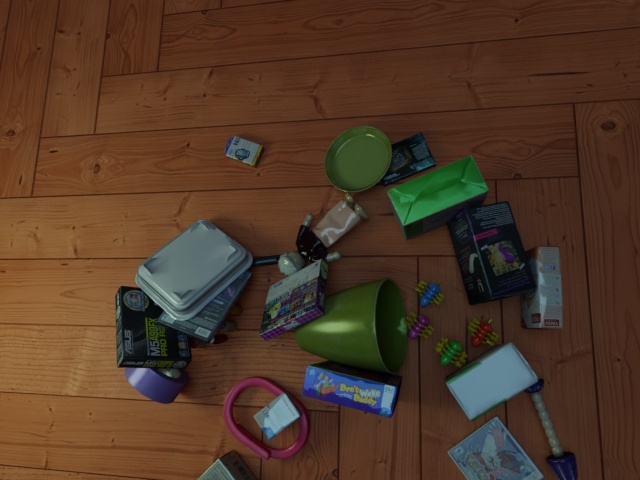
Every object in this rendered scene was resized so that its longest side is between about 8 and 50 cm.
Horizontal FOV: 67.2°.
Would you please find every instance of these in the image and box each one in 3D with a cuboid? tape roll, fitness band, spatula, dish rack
[{"bbox_3d":[-0.532,0.439,1.571,0.189,0.189,0.080,37,89,16],"label":"tape roll"},{"bbox_3d":[-0.173,0.568,1.546,0.291,0.054,0.208,31,84,15],"label":"fitness band"},{"bbox_3d":[-0.269,0.086,1.667,0.297,0.030,0.084,-10,74,9],"label":"spatula"},{"bbox_3d":[-0.425,0.076,1.598,0.286,0.072,0.333,34,61,27],"label":"dish rack"}]

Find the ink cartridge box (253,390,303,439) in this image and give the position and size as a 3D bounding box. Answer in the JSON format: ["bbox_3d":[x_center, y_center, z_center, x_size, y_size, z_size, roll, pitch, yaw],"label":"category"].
[{"bbox_3d":[-0.129,0.540,1.489,0.122,0.052,0.088,-38,74,1],"label":"ink cartridge box"}]

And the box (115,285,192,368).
[{"bbox_3d":[-0.539,0.279,1.550,0.060,0.216,0.270,-51,42,32],"label":"box"}]

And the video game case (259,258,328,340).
[{"bbox_3d":[-0.081,0.184,1.504,0.232,0.042,0.210,-30,32,27],"label":"video game case"}]

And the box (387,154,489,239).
[{"bbox_3d":[0.353,-0.123,1.476,0.262,0.231,0.126,-23,74,6],"label":"box"}]

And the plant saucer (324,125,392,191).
[{"bbox_3d":[0.130,-0.271,1.630,0.241,0.037,0.240,-7,72,24],"label":"plant saucer"}]

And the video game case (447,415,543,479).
[{"bbox_3d":[0.506,0.649,1.401,0.183,0.023,0.201,-38,74,2],"label":"video game case"}]

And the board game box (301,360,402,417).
[{"bbox_3d":[0.104,0.408,1.363,0.234,0.347,0.077,10,81,13],"label":"board game box"}]

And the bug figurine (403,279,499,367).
[{"bbox_3d":[0.379,0.255,1.456,0.279,0.072,0.216,39,66,20],"label":"bug figurine"}]

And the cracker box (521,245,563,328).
[{"bbox_3d":[0.638,0.141,1.401,0.067,0.155,0.232,1,79,4],"label":"cracker box"}]

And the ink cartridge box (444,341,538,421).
[{"bbox_3d":[0.458,0.384,1.332,0.202,0.278,0.117,-33,71,4],"label":"ink cartridge box"}]

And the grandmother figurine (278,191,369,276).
[{"bbox_3d":[0.000,0.000,1.600,0.342,0.104,0.207,-40,47,5],"label":"grandmother figurine"}]

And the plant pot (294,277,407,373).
[{"bbox_3d":[0.080,0.261,1.462,0.294,0.275,0.274,-7,77,27],"label":"plant pot"}]

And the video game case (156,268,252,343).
[{"bbox_3d":[-0.373,0.186,1.569,0.196,0.026,0.274,16,53,19],"label":"video game case"}]

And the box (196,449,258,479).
[{"bbox_3d":[-0.325,0.796,1.490,0.232,0.127,0.148,-45,74,1],"label":"box"}]

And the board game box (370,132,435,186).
[{"bbox_3d":[0.278,-0.273,1.627,0.186,0.026,0.126,-21,76,7],"label":"board game box"}]

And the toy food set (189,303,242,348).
[{"bbox_3d":[-0.374,0.293,1.609,0.233,0.104,0.111,-21,76,7],"label":"toy food set"}]

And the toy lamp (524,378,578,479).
[{"bbox_3d":[0.651,0.537,1.366,0.080,0.080,0.274,-17,76,8],"label":"toy lamp"}]

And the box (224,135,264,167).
[{"bbox_3d":[-0.280,-0.325,1.753,0.136,0.028,0.081,22,84,17],"label":"box"}]

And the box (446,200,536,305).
[{"bbox_3d":[0.501,0.041,1.433,0.144,0.165,0.270,-10,77,-7],"label":"box"}]
